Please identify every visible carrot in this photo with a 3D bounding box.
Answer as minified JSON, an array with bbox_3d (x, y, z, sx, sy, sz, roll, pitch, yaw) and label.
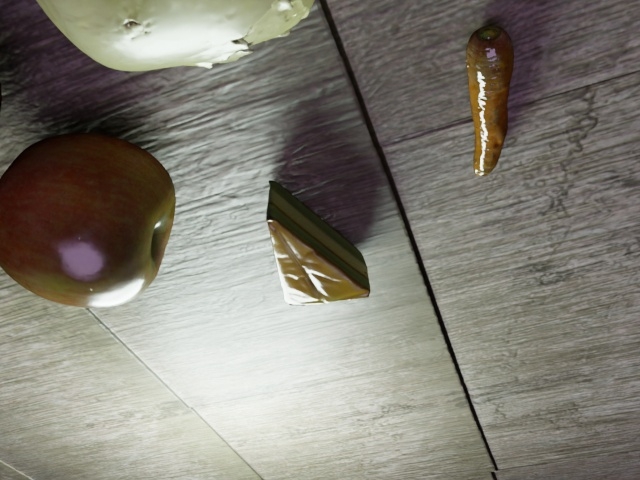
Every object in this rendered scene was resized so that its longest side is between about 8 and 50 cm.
[{"bbox_3d":[0.179,-0.139,0.637,0.047,0.047,0.191,-9,141,9],"label":"carrot"}]

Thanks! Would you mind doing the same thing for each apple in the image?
[{"bbox_3d":[-0.255,-0.022,0.651,0.173,0.188,0.188,12,135,-5],"label":"apple"}]

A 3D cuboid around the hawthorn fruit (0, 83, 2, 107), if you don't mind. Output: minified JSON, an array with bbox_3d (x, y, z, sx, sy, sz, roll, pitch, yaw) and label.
[{"bbox_3d":[-0.400,-0.106,0.499,0.230,0.266,0.210,5,126,-25],"label":"hawthorn fruit"}]

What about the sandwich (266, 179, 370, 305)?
[{"bbox_3d":[0.000,0.000,0.752,0.113,0.079,0.163,-6,134,3],"label":"sandwich"}]

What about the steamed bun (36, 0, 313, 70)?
[{"bbox_3d":[-0.112,-0.250,0.429,0.232,0.166,0.273,-3,135,5],"label":"steamed bun"}]
